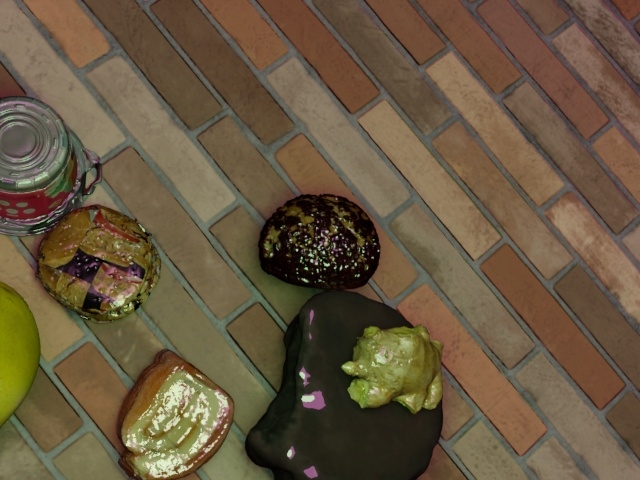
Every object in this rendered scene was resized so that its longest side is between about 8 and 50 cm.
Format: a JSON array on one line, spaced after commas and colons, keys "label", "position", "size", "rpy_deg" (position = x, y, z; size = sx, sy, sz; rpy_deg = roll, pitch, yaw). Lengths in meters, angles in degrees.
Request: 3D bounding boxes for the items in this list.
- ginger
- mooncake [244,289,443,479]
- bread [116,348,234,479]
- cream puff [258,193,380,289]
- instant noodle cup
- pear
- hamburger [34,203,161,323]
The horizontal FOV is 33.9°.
[{"label": "ginger", "position": [0.125, 0.220, 1.820], "size": [0.216, 0.102, 0.157], "rpy_deg": [6, 97, -30]}, {"label": "mooncake", "position": [0.047, 0.308, 1.919], "size": [0.350, 0.212, 0.381], "rpy_deg": [33, 63, -5]}, {"label": "bread", "position": [-0.269, 0.332, 1.885], "size": [0.190, 0.123, 0.244], "rpy_deg": [32, 71, -4]}, {"label": "cream puff", "position": [0.000, 0.000, 1.985], "size": [0.239, 0.239, 0.165], "rpy_deg": [5, 103, -12]}, {"label": "instant noodle cup", "position": [-0.553, -0.153, 1.923], "size": [0.302, 0.181, 0.258], "rpy_deg": [-11, 78, -16]}, {"label": "pear", "position": [-0.620, 0.216, 1.754], "size": [0.285, 0.285, 0.336], "rpy_deg": [12, 74, -10]}, {"label": "hamburger", "position": [-0.409, 0.039, 1.948], "size": [0.231, 0.107, 0.231], "rpy_deg": [2, 74, -5]}]
